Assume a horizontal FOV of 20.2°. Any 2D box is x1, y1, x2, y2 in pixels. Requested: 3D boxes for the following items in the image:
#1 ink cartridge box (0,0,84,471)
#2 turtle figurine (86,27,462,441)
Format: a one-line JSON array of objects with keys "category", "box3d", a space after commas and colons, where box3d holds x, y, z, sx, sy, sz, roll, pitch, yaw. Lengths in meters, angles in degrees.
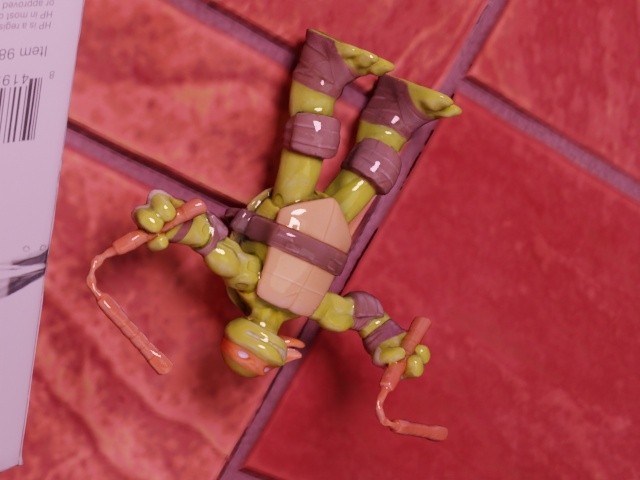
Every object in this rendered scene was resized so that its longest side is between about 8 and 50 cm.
[{"category": "ink cartridge box", "box3d": [-0.247, -0.029, 0.837, 0.223, 0.129, 0.307, -8, 122, -36]}, {"category": "turtle figurine", "box3d": [0.000, 0.000, 1.065, 0.269, 0.087, 0.217, 27, 87, -29]}]
